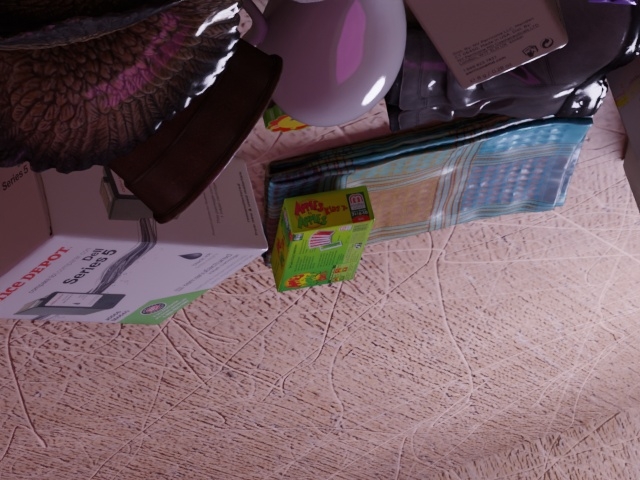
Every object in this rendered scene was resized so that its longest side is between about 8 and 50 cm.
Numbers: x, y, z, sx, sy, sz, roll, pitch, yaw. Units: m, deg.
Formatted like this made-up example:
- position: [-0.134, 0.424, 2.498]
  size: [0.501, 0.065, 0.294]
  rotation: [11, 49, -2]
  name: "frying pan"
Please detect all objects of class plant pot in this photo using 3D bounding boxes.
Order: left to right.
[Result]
- position: [-0.145, -0.127, 1.477]
  size: [0.165, 0.167, 0.167]
  rotation: [36, 138, -15]
  name: "plant pot"

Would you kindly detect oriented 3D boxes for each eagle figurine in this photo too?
- position: [-0.142, -0.176, 1.306]
  size: [0.226, 0.298, 0.225]
  rotation: [43, 165, -32]
  name: "eagle figurine"

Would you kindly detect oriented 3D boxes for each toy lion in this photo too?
- position: [-0.005, -0.131, 1.821]
  size: [0.100, 0.034, 0.096]
  rotation: [-11, 166, -15]
  name: "toy lion"

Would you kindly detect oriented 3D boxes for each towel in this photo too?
- position: [0.117, -0.060, 2.087]
  size: [0.370, 0.040, 0.271]
  rotation: [-13, 159, -7]
  name: "towel"

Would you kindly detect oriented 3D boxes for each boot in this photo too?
- position: [0.164, -0.188, 1.686]
  size: [0.222, 0.118, 0.338]
  rotation: [-6, 154, -8]
  name: "boot"

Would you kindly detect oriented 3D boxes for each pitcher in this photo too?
- position: [-0.009, -0.190, 1.545]
  size: [0.177, 0.125, 0.207]
  rotation: [1, 146, -12]
  name: "pitcher"

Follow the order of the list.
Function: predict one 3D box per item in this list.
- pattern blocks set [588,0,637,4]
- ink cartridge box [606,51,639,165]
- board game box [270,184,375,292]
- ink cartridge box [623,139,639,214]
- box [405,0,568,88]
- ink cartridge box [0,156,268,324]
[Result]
- position: [0.216, -0.280, 1.422]
  size: [0.285, 0.026, 0.325]
  rotation: [-3, 153, 23]
  name: "pattern blocks set"
- position: [0.361, -0.165, 1.786]
  size: [0.128, 0.176, 0.127]
  rotation: [-31, 155, 36]
  name: "ink cartridge box"
- position: [0.000, 0.000, 2.054]
  size: [0.092, 0.043, 0.181]
  rotation: [-9, 159, -10]
  name: "board game box"
- position: [0.508, -0.110, 2.126]
  size: [0.289, 0.121, 0.211]
  rotation: [-16, 161, 0]
  name: "ink cartridge box"
- position: [0.083, -0.242, 1.346]
  size: [0.094, 0.113, 0.275]
  rotation: [-22, 140, 15]
  name: "box"
- position: [-0.224, -0.005, 1.857]
  size: [0.273, 0.115, 0.198]
  rotation: [4, 152, -43]
  name: "ink cartridge box"
